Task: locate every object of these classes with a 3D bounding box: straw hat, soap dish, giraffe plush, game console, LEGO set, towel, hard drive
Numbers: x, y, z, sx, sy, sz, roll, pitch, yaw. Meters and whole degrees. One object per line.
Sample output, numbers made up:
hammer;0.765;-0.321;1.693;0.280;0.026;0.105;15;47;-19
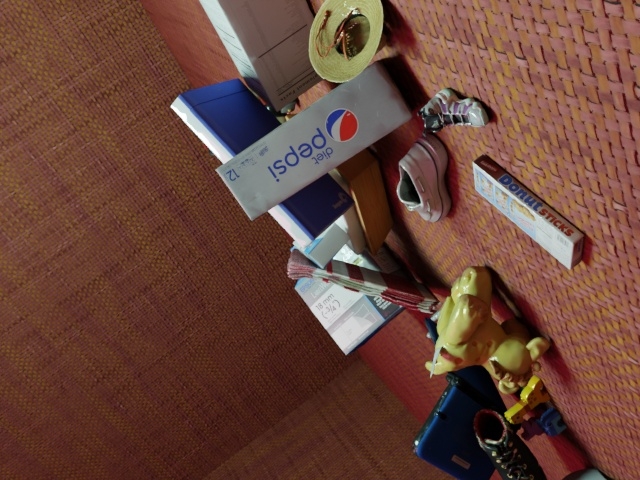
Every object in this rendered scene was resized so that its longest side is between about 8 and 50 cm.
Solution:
straw hat;0.053;-0.279;0.946;0.061;0.144;0.144;5;-148;-42
soap dish;0.044;-0.123;1.459;0.229;0.118;0.290;49;170;32
giraffe plush;0.294;0.171;1.184;0.171;0.210;0.181;21;155;2
game console;0.284;0.350;1.471;0.293;0.250;0.173;39;171;-39
LEGO set;0.403;0.332;1.363;0.227;0.093;0.087;57;171;-21
towel;0.088;0.087;1.531;0.329;0.037;0.237;15;-173;-2
hard drive;-0.089;-0.144;1.203;0.318;0.040;0.210;47;-151;0

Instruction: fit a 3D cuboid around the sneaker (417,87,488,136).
sneaker;0.159;-0.150;0.861;0.038;0.069;0.098;59;171;-34

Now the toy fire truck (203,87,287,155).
toy fire truck;-0.208;-0.322;1.821;0.246;0.217;0.158;-134;39;-71

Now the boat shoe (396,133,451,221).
boat shoe;0.156;-0.087;1.110;0.083;0.076;0.226;50;171;30

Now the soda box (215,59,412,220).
soda box;-0.007;-0.148;1.026;0.098;0.286;0.091;55;-165;-9

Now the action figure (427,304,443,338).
action figure;0.294;0.206;1.607;0.137;0.064;0.232;55;169;20

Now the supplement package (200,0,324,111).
supplement package;-0.098;-0.369;1.173;0.134;0.139;0.244;47;170;47

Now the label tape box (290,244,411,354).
label tape box;0.061;0.089;1.777;0.333;0.240;0.106;52;-151;13

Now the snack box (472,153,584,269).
snack box;0.264;-0.039;0.887;0.178;0.022;0.064;48;171;34

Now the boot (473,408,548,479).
boot;0.382;0.452;1.336;0.178;0.085;0.236;49;-167;-34

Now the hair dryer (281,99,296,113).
hair dryer;-0.132;-0.393;1.488;0.223;0.080;0.293;54;172;3

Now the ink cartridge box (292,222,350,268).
ink cartridge box;0.000;0.000;1.455;0.052;0.088;0.122;42;176;-19

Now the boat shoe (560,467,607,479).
boat shoe;0.543;0.502;1.300;0.088;0.096;0.267;59;164;2
